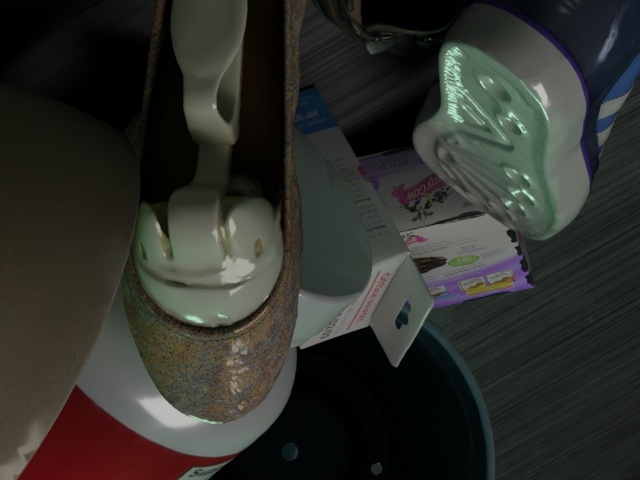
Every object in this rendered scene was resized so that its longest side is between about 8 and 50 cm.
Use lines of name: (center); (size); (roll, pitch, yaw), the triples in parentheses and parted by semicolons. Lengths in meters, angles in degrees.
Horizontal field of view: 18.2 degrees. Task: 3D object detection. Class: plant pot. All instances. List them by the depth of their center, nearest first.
plant pot: (-0.255, 0.016, 1.053); (0.191, 0.284, 0.284); (32, 124, -25)
plant pot: (-0.017, 0.166, 1.552); (0.271, 0.272, 0.255); (-27, 179, -5)

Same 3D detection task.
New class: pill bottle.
pill bottle: (-0.166, 0.084, 1.299); (0.407, 0.229, 0.229); (-41, 155, 26)

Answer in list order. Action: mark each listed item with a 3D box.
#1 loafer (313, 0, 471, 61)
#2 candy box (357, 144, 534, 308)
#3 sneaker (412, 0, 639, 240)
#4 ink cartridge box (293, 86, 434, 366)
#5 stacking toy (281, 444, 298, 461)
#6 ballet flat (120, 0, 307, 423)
loafer: (0.044, -0.156, 1.214); (0.096, 0.084, 0.267); (-33, 158, 5)
candy box: (0.070, -0.006, 1.542); (0.165, 0.070, 0.196); (-12, 160, 8)
sneaker: (0.176, -0.145, 1.290); (0.236, 0.130, 0.323); (-52, 168, -12)
ink cartridge box: (0.000, 0.000, 1.376); (0.061, 0.181, 0.104); (-18, 156, -25)
stacking toy: (-0.122, 0.260, 1.687); (0.309, 0.279, 0.130); (-26, 160, -20)
ballet flat: (-0.062, -0.051, 1.075); (0.107, 0.316, 0.106); (2, -174, 4)
